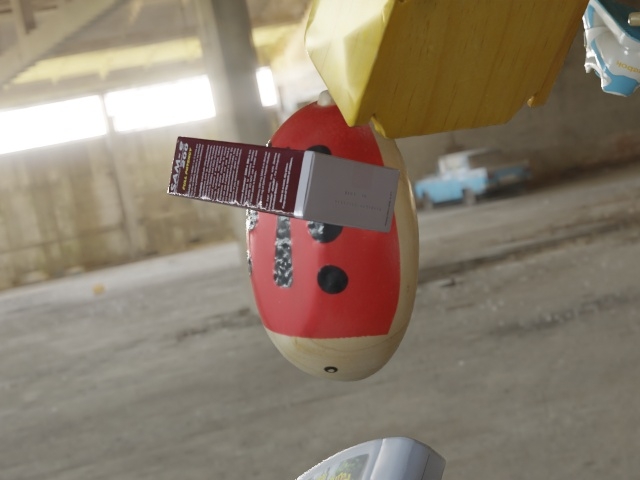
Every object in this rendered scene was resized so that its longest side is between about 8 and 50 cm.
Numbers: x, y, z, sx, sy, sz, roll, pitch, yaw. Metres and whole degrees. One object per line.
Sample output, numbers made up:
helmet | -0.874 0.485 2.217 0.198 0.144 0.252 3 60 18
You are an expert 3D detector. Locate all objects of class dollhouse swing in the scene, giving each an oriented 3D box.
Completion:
dollhouse swing | 0.107 -0.341 1.525 0.347 0.315 0.305 -12 43 -41

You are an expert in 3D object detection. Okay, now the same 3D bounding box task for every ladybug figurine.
ladybug figurine | 0.000 0.000 1.905 0.305 0.449 0.162 5 11 44

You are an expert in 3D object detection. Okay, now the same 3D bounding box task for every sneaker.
sneaker | 0.390 -0.272 1.720 0.087 0.092 0.229 17 27 -8

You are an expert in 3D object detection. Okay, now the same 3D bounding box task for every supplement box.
supplement box | -0.044 -0.063 1.384 0.130 0.073 0.239 9 1 -42

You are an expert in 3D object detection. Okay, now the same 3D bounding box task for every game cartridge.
game cartridge | 0.011 0.312 1.330 0.294 0.060 0.196 -36 21 48

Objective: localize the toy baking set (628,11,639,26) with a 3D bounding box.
toy baking set | 0.459 -0.341 1.466 0.256 0.197 0.030 5 6 20
